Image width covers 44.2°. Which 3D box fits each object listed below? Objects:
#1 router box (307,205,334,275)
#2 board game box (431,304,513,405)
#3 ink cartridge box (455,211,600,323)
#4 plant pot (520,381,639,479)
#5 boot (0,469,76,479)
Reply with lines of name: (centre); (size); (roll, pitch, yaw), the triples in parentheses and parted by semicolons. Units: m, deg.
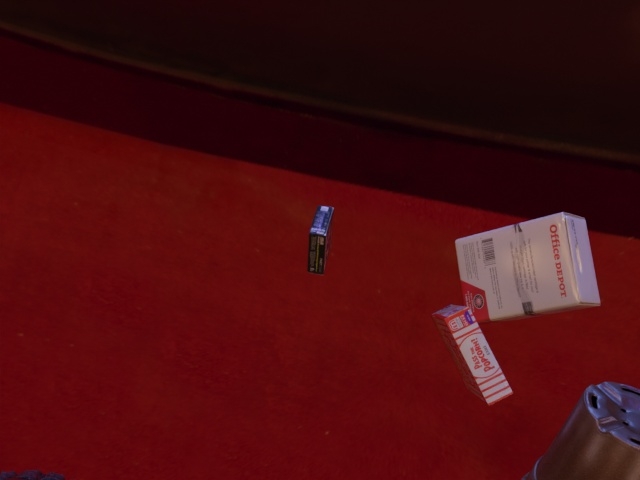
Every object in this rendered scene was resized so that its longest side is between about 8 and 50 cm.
router box: (0.000, 0.000, 1.705); (0.038, 0.122, 0.092); (9, 44, 7)
board game box: (0.239, 0.177, 1.268); (0.045, 0.193, 0.147); (-26, 85, 0)
ink cartridge box: (0.449, 0.068, 1.723); (0.273, 0.114, 0.197); (-16, 75, 41)
plant pot: (0.334, 0.265, 0.913); (0.167, 0.167, 0.165); (20, 116, 9)
boot: (-0.133, 0.276, 0.468); (0.131, 0.260, 0.348); (-31, 74, -16)
